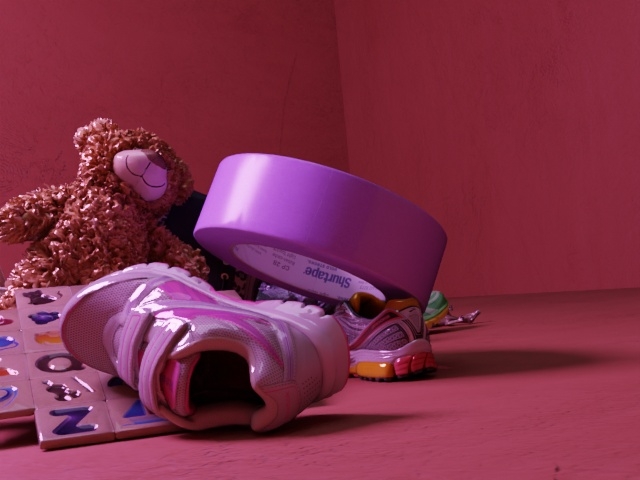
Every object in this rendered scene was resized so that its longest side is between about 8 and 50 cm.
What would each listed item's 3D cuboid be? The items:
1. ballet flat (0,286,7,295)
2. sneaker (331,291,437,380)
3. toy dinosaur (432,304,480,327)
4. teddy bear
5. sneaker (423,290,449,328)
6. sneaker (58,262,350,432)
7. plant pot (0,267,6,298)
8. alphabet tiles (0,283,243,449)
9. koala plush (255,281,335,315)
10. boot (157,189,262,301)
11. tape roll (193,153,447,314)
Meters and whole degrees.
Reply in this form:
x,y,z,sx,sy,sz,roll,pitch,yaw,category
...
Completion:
x,y,z,sx,sy,sz,roll,pitch,yaw,category
-0.419,0.119,1.125,0.147,0.146,0.409,-6,-4,28,ballet flat
0.045,0.103,1.069,0.088,0.092,0.225,-3,-3,-37,sneaker
0.208,0.148,1.822,0.183,0.053,0.092,2,-16,14,toy dinosaur
-0.257,0.010,1.111,0.338,0.245,0.113,-49,-5,-24,teddy bear
0.092,0.105,1.636,0.296,0.123,0.109,-3,-3,-26,sneaker
-0.110,0.087,0.766,0.252,0.102,0.111,6,18,22,sneaker
-0.564,0.118,1.295,0.254,0.237,0.237,-21,6,-32,plant pot
-0.189,0.100,0.905,0.285,0.011,0.342,-5,19,-20,alphabet tiles
-0.092,0.047,1.481,0.196,0.221,0.203,-20,-17,-29,koala plush
-0.167,0.040,1.266,0.179,0.236,0.085,20,13,-5,boot
0.000,0.000,1.092,0.275,0.090,0.275,19,-14,5,tape roll
